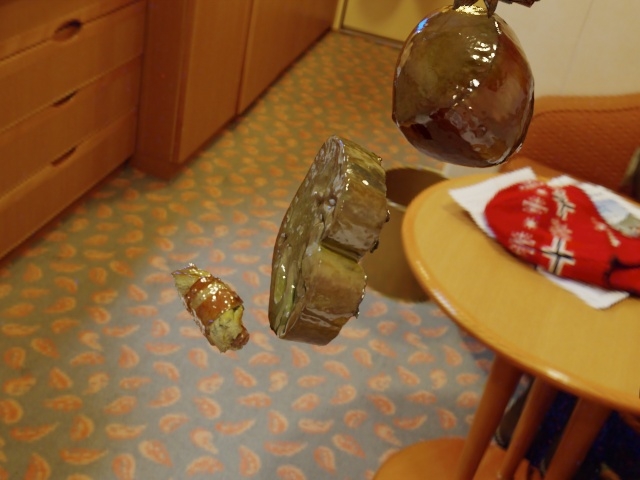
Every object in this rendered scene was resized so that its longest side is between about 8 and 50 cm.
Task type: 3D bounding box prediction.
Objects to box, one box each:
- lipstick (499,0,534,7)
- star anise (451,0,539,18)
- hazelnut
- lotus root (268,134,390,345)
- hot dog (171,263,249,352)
[{"bbox_3d":[0.453,-0.714,2.179,0.299,0.081,0.081,24,32,8],"label":"lipstick"},{"bbox_3d":[0.331,-0.516,1.520,0.196,0.111,0.212,8,41,12],"label":"star anise"},{"bbox_3d":[0.372,-0.376,1.986,0.420,0.352,0.421,30,37,-26],"label":"hazelnut"},{"bbox_3d":[0.000,0.000,1.457,0.111,0.391,0.375,17,-9,-16],"label":"lotus root"},{"bbox_3d":[-0.217,0.132,1.603,0.103,0.146,0.213,-33,73,-15],"label":"hot dog"}]
